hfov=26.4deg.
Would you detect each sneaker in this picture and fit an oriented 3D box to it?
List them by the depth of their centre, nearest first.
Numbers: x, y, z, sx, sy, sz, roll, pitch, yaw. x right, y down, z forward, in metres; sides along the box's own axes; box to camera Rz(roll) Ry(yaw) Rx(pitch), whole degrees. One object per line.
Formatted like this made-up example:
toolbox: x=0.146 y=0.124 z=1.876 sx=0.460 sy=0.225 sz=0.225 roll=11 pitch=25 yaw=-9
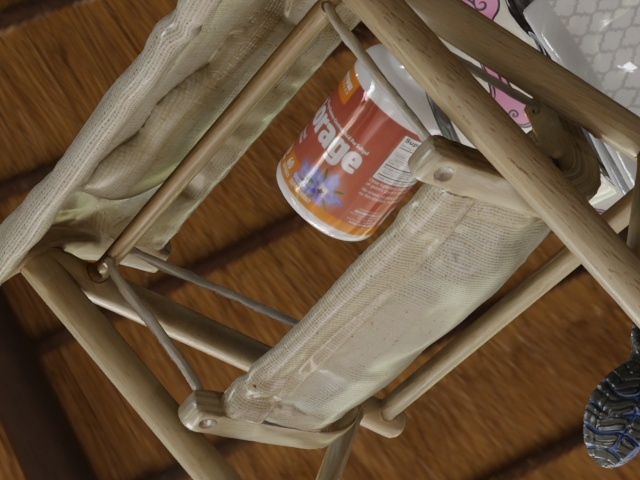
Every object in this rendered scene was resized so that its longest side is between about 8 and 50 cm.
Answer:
sneaker: x=0.372 y=0.161 z=1.537 sx=0.221 sy=0.083 sz=0.087 roll=-59 pitch=-37 yaw=-8

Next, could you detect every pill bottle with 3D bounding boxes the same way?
pill bottle: x=0.061 y=-0.112 z=1.324 sx=0.121 sy=0.121 sz=0.216 roll=19 pitch=-56 yaw=-31

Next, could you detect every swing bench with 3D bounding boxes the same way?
swing bench: x=0.000 y=0.000 z=0.638 sx=0.255 sy=0.165 sz=0.253 roll=39 pitch=-57 yaw=-10

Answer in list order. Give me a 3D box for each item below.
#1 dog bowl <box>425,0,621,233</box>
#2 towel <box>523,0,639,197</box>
dog bowl: x=0.242 y=-0.213 z=1.184 sx=0.408 sy=0.150 sz=0.408 roll=10 pitch=-102 yaw=-52
towel: x=0.300 y=-0.110 z=0.776 sx=0.317 sy=0.331 sz=0.053 roll=-38 pitch=-34 yaw=27
